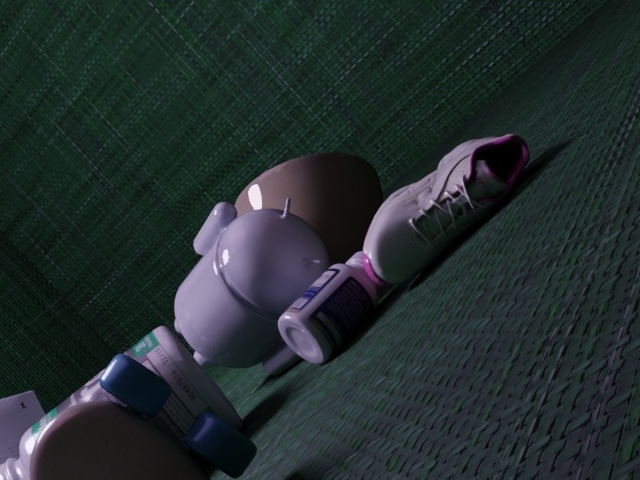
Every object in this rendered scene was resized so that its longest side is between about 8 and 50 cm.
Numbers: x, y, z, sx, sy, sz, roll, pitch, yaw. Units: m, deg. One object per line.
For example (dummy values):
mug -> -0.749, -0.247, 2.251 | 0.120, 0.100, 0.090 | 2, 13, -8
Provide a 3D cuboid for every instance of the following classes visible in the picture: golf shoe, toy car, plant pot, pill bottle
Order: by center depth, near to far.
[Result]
toy car -> -0.202, 0.274, 1.115 | 0.219, 0.210, 0.238 | -55, -6, -15
golf shoe -> 0.182, -0.055, 1.463 | 0.306, 0.115, 0.140 | -45, 7, -21
pill bottle -> 0.025, 0.094, 1.499 | 0.169, 0.094, 0.094 | -44, 3, -28
pill bottle -> -0.313, 0.313, 1.524 | 0.361, 0.204, 0.204 | -39, 2, -9
plant pot -> 0.000, 0.000, 1.878 | 0.284, 0.190, 0.284 | -14, -29, -8

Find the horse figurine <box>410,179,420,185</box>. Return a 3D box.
horse figurine -> 0.184, -0.062, 1.936 | 0.174, 0.066, 0.263 | -50, 3, -16

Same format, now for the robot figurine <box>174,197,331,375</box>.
robot figurine -> -0.114, 0.082, 1.719 | 0.200, 0.300, 0.353 | -21, -21, -46

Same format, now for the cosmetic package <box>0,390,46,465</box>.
cosmetic package -> -0.549, 0.412, 1.584 | 0.097, 0.284, 0.377 | -40, -17, 31
